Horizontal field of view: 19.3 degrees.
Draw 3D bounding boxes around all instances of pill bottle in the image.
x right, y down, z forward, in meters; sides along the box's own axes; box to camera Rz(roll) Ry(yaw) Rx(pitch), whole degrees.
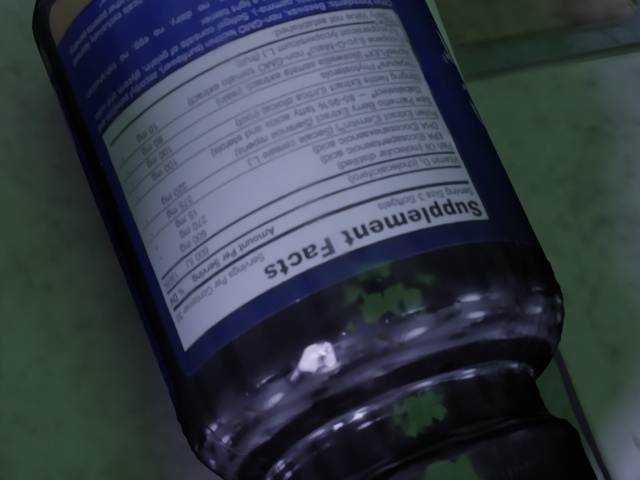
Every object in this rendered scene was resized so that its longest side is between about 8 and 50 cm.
[{"bbox_3d":[0.000,0.000,0.580,0.123,0.123,0.219,-16,69,-19],"label":"pill bottle"}]

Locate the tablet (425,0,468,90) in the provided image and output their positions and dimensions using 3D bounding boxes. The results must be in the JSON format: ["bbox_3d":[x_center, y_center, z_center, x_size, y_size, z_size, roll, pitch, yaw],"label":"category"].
[{"bbox_3d":[0.028,-0.051,0.677,0.054,0.006,0.083,-11,68,-18],"label":"tablet"}]
